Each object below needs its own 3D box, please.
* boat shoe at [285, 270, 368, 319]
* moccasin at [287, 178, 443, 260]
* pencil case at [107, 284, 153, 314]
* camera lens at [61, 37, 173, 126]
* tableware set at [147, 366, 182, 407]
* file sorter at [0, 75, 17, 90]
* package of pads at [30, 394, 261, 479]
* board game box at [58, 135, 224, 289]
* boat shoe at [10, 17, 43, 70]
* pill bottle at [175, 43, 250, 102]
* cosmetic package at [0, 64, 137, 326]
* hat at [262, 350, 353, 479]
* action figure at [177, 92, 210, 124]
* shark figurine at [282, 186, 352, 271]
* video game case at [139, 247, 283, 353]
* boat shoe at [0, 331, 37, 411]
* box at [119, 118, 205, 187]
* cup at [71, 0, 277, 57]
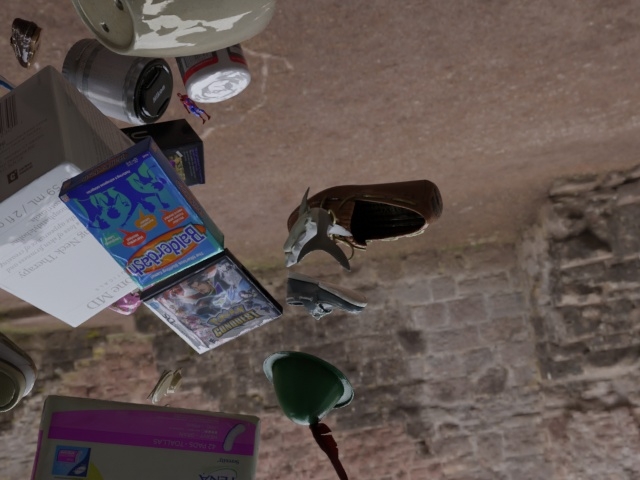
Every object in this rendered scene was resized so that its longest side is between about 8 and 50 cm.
[{"bbox_3d":[0.008,0.157,1.845,0.116,0.099,0.319,16,180,-36],"label":"boat shoe"},{"bbox_3d":[0.084,-0.043,1.587,0.379,0.139,0.147,-1,-150,30],"label":"moccasin"},{"bbox_3d":[-0.531,0.038,2.106,0.167,0.386,0.160,32,-171,-8],"label":"pencil case"},{"bbox_3d":[-0.598,-0.475,2.115,0.274,0.220,0.219,19,177,16],"label":"camera lens"},{"bbox_3d":[-0.298,0.298,1.297,0.020,0.141,0.169,26,176,8],"label":"tableware set"},{"bbox_3d":[-0.890,-0.391,2.016,0.118,0.104,0.170,34,-179,-32],"label":"file sorter"},{"bbox_3d":[-0.235,0.338,0.951,0.296,0.229,0.101,10,164,-16],"label":"package of pads"},{"bbox_3d":[-0.270,-0.036,1.093,0.160,0.047,0.210,-26,126,11],"label":"board game box"},{"bbox_3d":[-0.775,-0.519,1.855,0.073,0.073,0.207,24,156,-18],"label":"boat shoe"},{"bbox_3d":[-0.312,-0.543,1.872,0.176,0.319,0.176,-18,169,-4],"label":"pill bottle"},{"bbox_3d":[-0.563,-0.085,1.541,0.329,0.327,0.394,-32,142,8],"label":"cosmetic package"},{"bbox_3d":[-0.045,0.315,1.239,0.173,0.184,0.208,43,139,-20],"label":"hat"},{"bbox_3d":[-0.367,-0.382,2.030,0.038,0.030,0.115,-28,122,33],"label":"action figure"},{"bbox_3d":[0.011,-0.017,1.371,0.116,0.166,0.278,20,174,-13],"label":"shark figurine"},{"bbox_3d":[-0.278,0.163,1.815,0.274,0.035,0.248,-27,125,18],"label":"video game case"},{"bbox_3d":[-0.604,0.168,1.144,0.302,0.113,0.103,35,-171,-5],"label":"boat shoe"},{"bbox_3d":[-0.474,-0.226,1.963,0.270,0.165,0.143,-14,129,-24],"label":"box"},{"bbox_3d":[-0.268,-0.431,1.151,0.237,0.331,0.331,-44,-169,-31],"label":"cup"}]
